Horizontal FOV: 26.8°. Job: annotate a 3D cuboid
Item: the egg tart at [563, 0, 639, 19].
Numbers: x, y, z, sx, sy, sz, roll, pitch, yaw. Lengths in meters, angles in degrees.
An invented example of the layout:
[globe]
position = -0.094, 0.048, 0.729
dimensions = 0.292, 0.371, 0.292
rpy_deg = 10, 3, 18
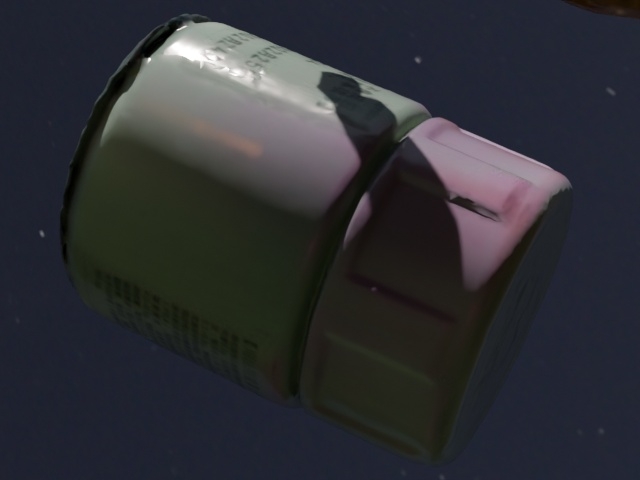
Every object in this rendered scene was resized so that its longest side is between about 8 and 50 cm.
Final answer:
[egg tart]
position = 0.096, -0.123, 0.298
dimensions = 0.352, 0.352, 0.150
rpy_deg = 6, -79, -30

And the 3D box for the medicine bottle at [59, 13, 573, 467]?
[medicine bottle]
position = 0.000, 0.000, 0.532
dimensions = 0.135, 0.168, 0.135
rpy_deg = -55, -21, -32
